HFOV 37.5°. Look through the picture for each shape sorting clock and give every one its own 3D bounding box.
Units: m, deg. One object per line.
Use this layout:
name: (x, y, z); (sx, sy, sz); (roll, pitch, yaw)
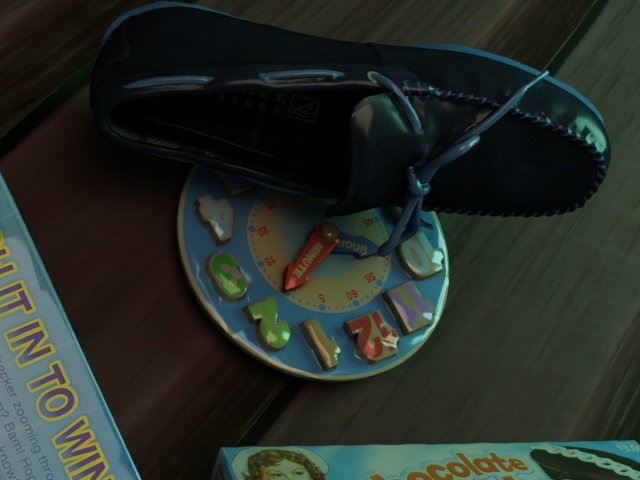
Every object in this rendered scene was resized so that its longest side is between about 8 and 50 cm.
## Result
shape sorting clock: (0.000, 0.000, 0.666); (0.206, 0.040, 0.206); (10, 64, -22)

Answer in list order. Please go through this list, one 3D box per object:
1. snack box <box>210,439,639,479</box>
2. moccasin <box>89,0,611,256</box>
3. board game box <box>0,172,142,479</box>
snack box: (0.109, 0.197, 0.557); (0.321, 0.060, 0.187); (4, 24, -24)
moccasin: (0.020, -0.057, 0.614); (0.341, 0.138, 0.117); (7, 38, -2)
board game box: (-0.271, 0.055, 0.391); (0.302, 0.086, 0.308); (-23, 84, -26)
